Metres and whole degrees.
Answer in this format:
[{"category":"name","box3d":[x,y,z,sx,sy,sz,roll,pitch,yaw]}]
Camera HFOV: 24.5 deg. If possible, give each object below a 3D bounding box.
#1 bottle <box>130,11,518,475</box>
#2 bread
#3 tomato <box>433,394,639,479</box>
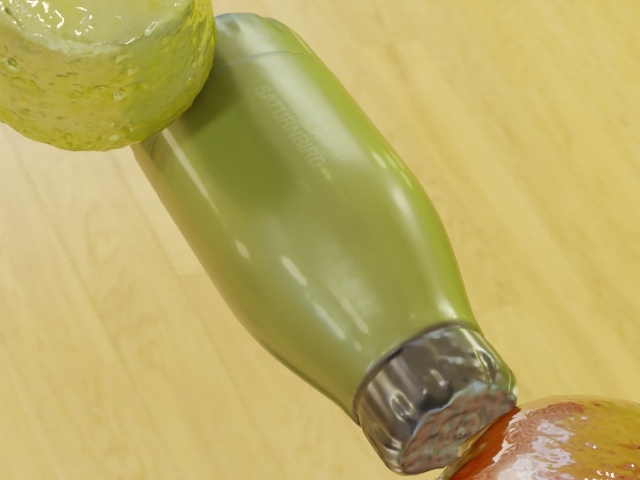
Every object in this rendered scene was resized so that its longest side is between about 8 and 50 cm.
[{"category":"bottle","box3d":[0.000,0.000,0.715,0.112,0.112,0.260,-6,44,-33]},{"category":"bread","box3d":[-0.111,-0.108,0.673,0.129,0.114,0.111,20,67,-1]},{"category":"tomato","box3d":[0.077,0.159,0.432,0.233,0.139,0.200,-28,103,-22]}]
